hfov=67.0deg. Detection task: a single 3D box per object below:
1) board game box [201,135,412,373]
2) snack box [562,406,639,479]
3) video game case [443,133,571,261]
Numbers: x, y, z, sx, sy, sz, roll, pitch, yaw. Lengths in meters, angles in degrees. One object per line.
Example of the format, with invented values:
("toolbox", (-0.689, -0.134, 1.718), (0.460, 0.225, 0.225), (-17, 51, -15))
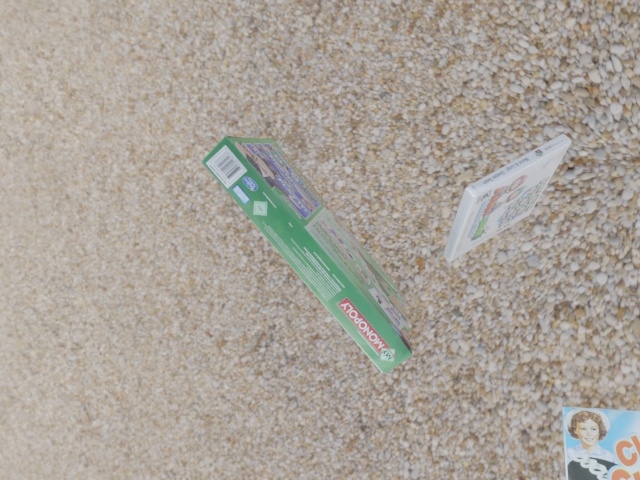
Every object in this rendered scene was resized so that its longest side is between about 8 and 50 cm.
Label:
("board game box", (0.000, 0.000, 0.636), (0.046, 0.213, 0.317), (-39, 93, 12))
("snack box", (0.489, 0.319, 0.611), (0.322, 0.060, 0.187), (-11, 61, 37))
("video game case", (0.226, -0.047, 0.603), (0.019, 0.143, 0.157), (55, 166, 27))
